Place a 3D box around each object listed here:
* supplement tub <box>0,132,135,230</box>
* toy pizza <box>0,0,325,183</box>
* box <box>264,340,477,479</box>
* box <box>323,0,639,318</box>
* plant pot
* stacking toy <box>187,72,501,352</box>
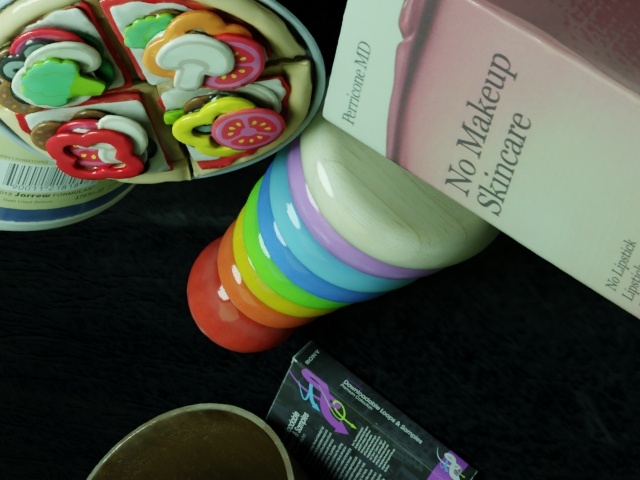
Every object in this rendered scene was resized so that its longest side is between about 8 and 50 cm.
[{"bbox_3d":[-0.169,-0.172,1.146,0.228,0.228,0.316,41,144,6],"label":"supplement tub"},{"bbox_3d":[-0.098,-0.083,1.042,0.201,0.032,0.201,0,148,0],"label":"toy pizza"},{"bbox_3d":[0.034,0.161,1.436,0.162,0.029,0.116,37,144,9],"label":"box"},{"bbox_3d":[0.136,-0.088,1.014,0.232,0.127,0.148,33,142,16],"label":"box"},{"bbox_3d":[-0.057,0.279,1.504,0.215,0.215,0.230,9,154,39],"label":"plant pot"},{"bbox_3d":[0.000,0.000,1.244,0.141,0.141,0.330,46,150,-1],"label":"stacking toy"}]
